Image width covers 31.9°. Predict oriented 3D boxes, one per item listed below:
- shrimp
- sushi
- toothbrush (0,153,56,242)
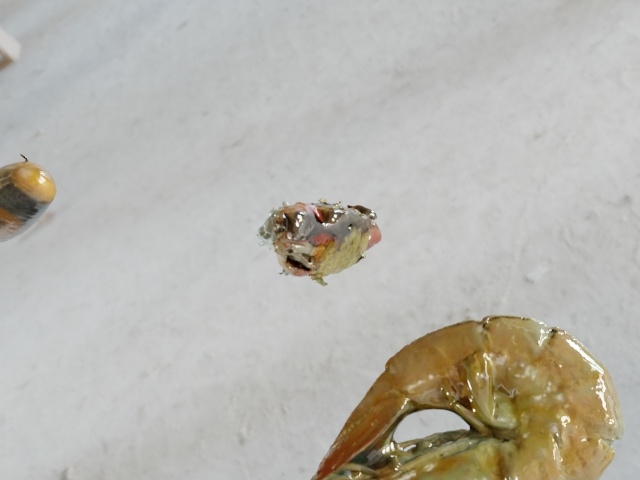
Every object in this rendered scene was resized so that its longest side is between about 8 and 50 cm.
[{"bbox_3d":[0.075,0.144,0.774,0.267,0.145,0.061,-24,2,10],"label":"shrimp"},{"bbox_3d":[-0.003,0.000,1.343,0.103,0.097,0.226,15,9,35],"label":"sushi"},{"bbox_3d":[-0.163,-0.003,0.479,0.321,0.023,0.031,-15,51,59],"label":"toothbrush"}]
